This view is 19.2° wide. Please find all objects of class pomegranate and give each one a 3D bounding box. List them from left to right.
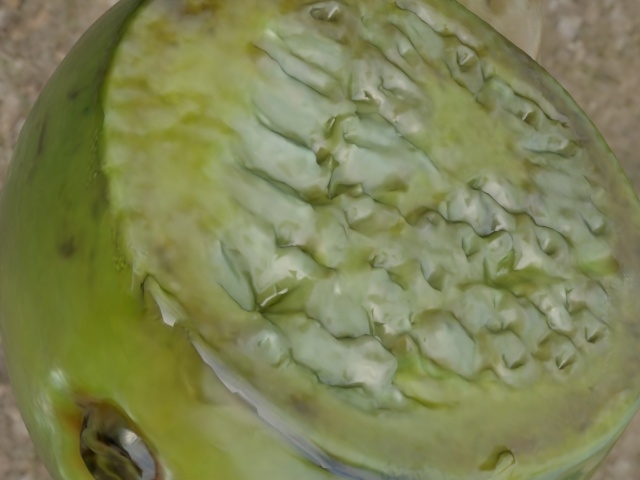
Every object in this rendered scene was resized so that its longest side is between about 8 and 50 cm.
[{"bbox_3d":[-0.013,0.001,0.582,0.190,0.241,0.159,11,149,-25],"label":"pomegranate"}]
